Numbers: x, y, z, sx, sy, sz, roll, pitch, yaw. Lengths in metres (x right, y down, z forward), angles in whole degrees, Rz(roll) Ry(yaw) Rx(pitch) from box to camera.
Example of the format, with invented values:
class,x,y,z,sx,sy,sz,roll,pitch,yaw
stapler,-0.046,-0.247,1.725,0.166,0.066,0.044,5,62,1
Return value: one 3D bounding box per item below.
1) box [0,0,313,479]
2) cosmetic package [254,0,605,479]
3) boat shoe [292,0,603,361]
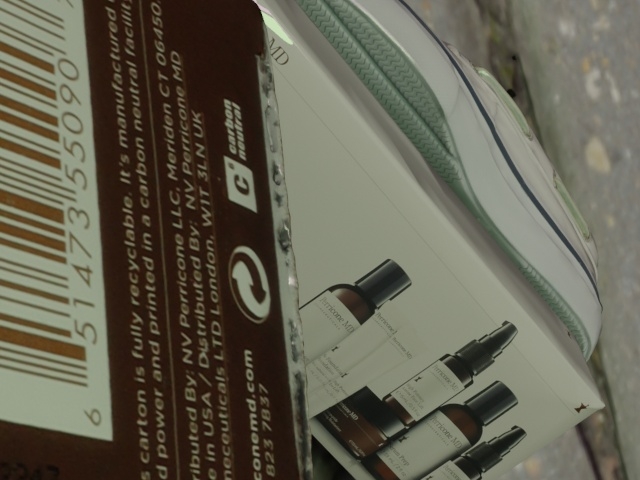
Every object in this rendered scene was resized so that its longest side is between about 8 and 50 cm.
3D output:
class,x,y,z,sx,sy,sz,roll,pitch,yaw
box,-0.132,0.017,0.455,0.167,0.203,0.169,21,59,-55
cosmetic package,0.000,0.000,0.682,0.099,0.060,0.239,-37,116,11
boat shoe,0.044,-0.038,0.751,0.226,0.083,0.076,54,34,-29
